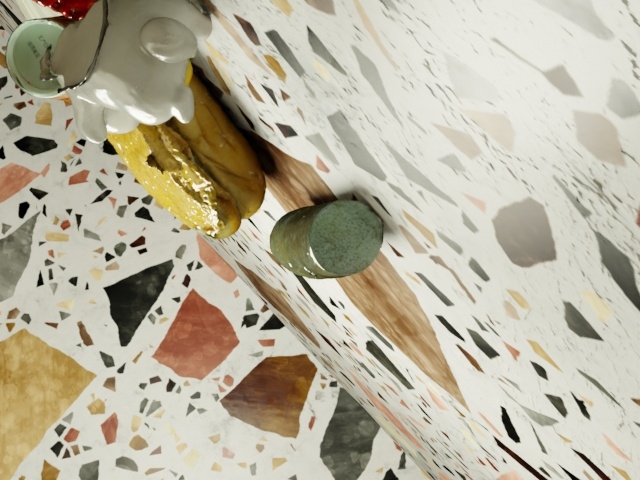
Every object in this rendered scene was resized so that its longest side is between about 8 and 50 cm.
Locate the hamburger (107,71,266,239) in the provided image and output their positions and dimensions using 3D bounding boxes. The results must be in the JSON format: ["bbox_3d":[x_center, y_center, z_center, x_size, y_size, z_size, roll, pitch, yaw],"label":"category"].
[{"bbox_3d":[-0.205,-0.137,1.305,0.318,0.158,0.318,46,169,12],"label":"hamburger"}]

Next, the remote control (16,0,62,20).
[{"bbox_3d":[-0.509,-0.428,1.626,0.049,0.090,0.230,39,166,21],"label":"remote control"}]

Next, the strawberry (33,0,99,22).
[{"bbox_3d":[-0.385,-0.404,1.226,0.237,0.111,0.190,26,-162,-31],"label":"strawberry"}]

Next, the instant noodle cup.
[{"bbox_3d":[-0.385,-0.278,1.315,0.168,0.168,0.185,48,-164,-1],"label":"instant noodle cup"}]

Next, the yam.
[{"bbox_3d":[0.000,0.000,1.149,0.106,0.106,0.259,49,169,-8],"label":"yam"}]

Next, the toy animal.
[{"bbox_3d":[-0.242,-0.228,1.044,0.154,0.208,0.325,18,-161,-34],"label":"toy animal"}]
